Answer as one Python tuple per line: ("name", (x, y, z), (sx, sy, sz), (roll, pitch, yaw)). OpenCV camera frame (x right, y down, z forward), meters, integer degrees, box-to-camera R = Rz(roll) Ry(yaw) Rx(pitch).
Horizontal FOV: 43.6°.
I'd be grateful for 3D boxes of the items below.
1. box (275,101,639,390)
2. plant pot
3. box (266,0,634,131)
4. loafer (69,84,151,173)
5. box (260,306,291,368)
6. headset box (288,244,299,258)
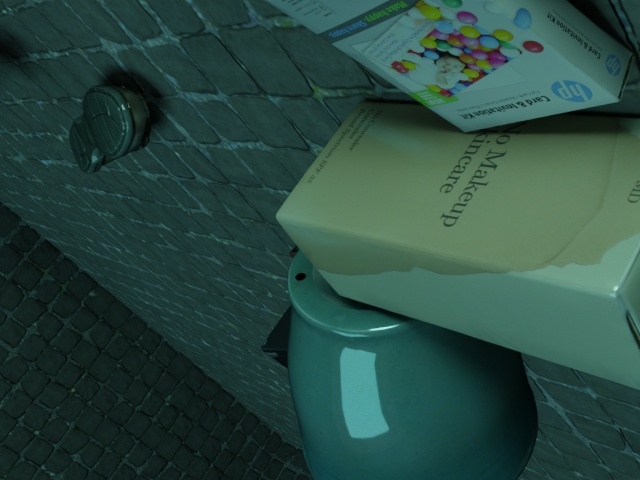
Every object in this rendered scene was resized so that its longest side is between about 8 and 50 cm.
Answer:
("box", (0.130, -0.011, 0.613), (0.311, 0.148, 0.121), (12, 150, 46))
("plant pot", (0.084, 0.113, 0.844), (0.271, 0.271, 0.255), (21, 142, 36))
("box", (0.076, -0.135, 0.502), (0.186, 0.038, 0.145), (26, 166, -27))
("loafer", (-0.271, -0.156, 1.079), (0.267, 0.084, 0.096), (-12, 99, 60))
("box", (0.032, 0.195, 1.335), (0.184, 0.103, 0.261), (37, 162, -14))
("headset box", (0.000, 0.000, 0.982), (0.032, 0.062, 0.083), (41, 160, -13))
